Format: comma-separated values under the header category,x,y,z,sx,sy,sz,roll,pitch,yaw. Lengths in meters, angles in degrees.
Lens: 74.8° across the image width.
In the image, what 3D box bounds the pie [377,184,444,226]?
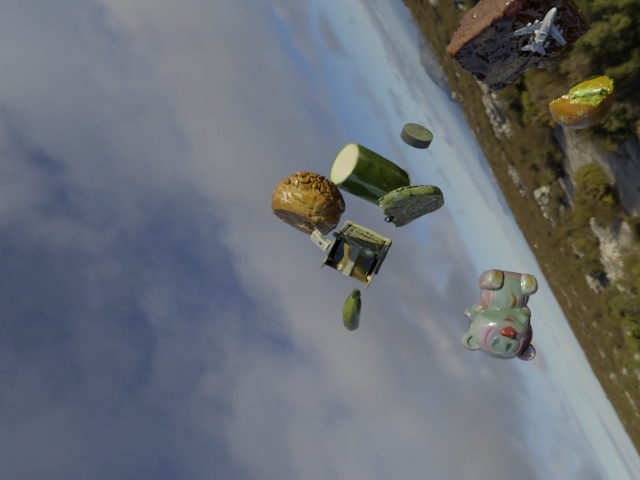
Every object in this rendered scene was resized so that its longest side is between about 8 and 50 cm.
category,x,y,z,sx,sy,sz,roll,pitch,yaw
pie,0.417,-0.160,1.920,0.371,0.297,0.078,43,-147,-67

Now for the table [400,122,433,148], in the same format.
category,x,y,z,sx,sy,sz,roll,pitch,yaw
table,0.408,-0.443,1.776,0.134,0.043,0.133,10,-136,-10

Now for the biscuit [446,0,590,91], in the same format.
category,x,y,z,sx,sy,sz,roll,pitch,yaw
biscuit,0.709,-0.767,1.532,0.343,0.395,0.166,15,-118,-35

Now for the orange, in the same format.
category,x,y,z,sx,sy,sz,roll,pitch,yaw
orange,0.968,-0.499,1.551,0.237,0.179,0.158,-36,-59,-28

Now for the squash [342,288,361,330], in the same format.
category,x,y,z,sx,sy,sz,roll,pitch,yaw
squash,0.147,0.332,1.956,0.340,0.095,0.094,90,172,-50

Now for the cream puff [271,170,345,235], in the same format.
category,x,y,z,sx,sy,sz,roll,pitch,yaw
cream puff,-0.047,-0.167,1.834,0.343,0.328,0.230,73,-141,-71

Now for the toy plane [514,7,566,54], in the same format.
category,x,y,z,sx,sy,sz,roll,pitch,yaw
toy plane,0.711,-0.663,1.337,0.171,0.163,0.065,56,-126,-75

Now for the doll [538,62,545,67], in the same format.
category,x,y,z,sx,sy,sz,roll,pitch,yaw
doll,0.859,-0.788,1.792,0.103,0.214,0.071,88,-160,-67

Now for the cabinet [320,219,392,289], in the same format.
category,x,y,z,sx,sy,sz,roll,pitch,yaw
cabinet,0.196,0.069,2.246,0.290,0.227,0.318,26,-162,10

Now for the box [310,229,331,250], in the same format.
category,x,y,z,sx,sy,sz,roll,pitch,yaw
box,0.000,0.000,1.708,0.083,0.054,0.024,42,-128,10

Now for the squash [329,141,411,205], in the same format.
category,x,y,z,sx,sy,sz,roll,pitch,yaw
squash,0.272,-0.339,2.258,0.385,0.263,0.262,21,-140,-28

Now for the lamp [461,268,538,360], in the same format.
category,x,y,z,sx,sy,sz,roll,pitch,yaw
lamp,0.629,0.263,1.481,0.247,0.248,0.300,90,-170,-82
